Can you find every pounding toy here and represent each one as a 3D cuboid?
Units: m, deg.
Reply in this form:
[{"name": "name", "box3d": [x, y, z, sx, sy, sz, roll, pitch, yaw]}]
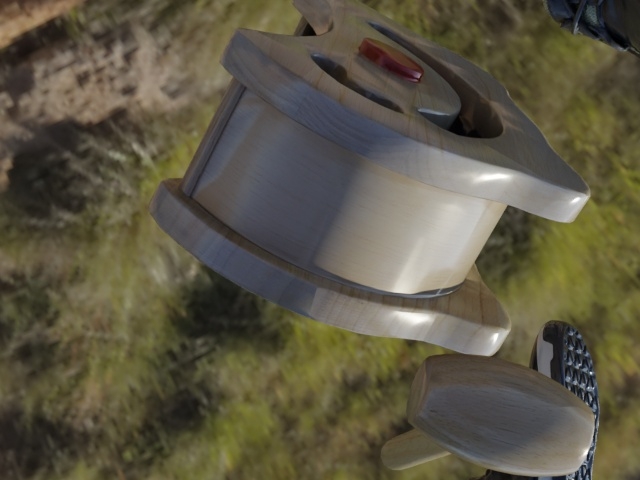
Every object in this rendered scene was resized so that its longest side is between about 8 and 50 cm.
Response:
[{"name": "pounding toy", "box3d": [0.000, 0.000, 0.598, 0.154, 0.269, 0.155, 22, 109, -19]}]

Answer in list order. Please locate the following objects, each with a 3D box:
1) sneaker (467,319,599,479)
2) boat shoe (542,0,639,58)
[{"name": "sneaker", "box3d": [0.155, 0.178, 1.152, 0.084, 0.097, 0.234, 9, 83, -60]}, {"name": "boat shoe", "box3d": [0.172, -0.157, 0.921, 0.073, 0.223, 0.080, -22, 134, -2]}]
